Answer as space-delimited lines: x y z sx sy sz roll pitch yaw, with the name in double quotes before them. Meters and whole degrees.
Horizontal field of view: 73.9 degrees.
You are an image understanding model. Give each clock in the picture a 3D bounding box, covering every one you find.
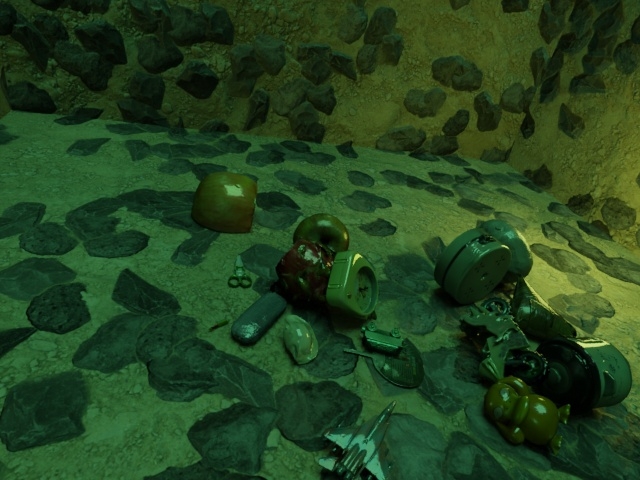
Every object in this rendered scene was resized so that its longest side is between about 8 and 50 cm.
"clock" 0.150 0.202 1.708 0.096 0.308 0.235 -8 54 35

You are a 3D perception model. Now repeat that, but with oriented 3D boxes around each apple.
"apple" 0.000 0.000 1.984 0.264 0.265 0.264 9 32 -6
"apple" -0.490 -0.189 2.171 0.308 0.315 0.252 10 -12 -16

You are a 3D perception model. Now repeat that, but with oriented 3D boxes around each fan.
"fan" 0.262 0.434 1.607 0.294 0.012 0.223 28 35 24

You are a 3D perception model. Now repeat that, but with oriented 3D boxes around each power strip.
"power strip" 0.700 0.110 1.951 0.357 0.358 0.161 -8 38 -30

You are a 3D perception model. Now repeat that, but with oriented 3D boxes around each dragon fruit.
"dragon fruit" -0.037 0.148 1.751 0.291 0.250 0.269 43 58 -4

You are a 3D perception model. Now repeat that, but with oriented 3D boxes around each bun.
"bun" 0.894 0.065 2.161 0.194 0.355 0.354 -24 42 -14

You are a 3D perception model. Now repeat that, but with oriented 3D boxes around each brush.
"brush" -0.378 0.310 1.566 0.021 0.019 0.083 25 32 37

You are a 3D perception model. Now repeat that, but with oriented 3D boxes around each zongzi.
"zongzi" 0.990 0.301 1.908 0.285 0.139 0.300 20 53 10

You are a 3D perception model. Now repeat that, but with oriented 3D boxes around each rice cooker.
"rice cooker" 0.937 0.483 1.548 0.316 0.265 0.316 3 0 0

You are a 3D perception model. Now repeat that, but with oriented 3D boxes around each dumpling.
"dumpling" -0.064 0.351 1.544 0.134 0.100 0.169 7 31 -37

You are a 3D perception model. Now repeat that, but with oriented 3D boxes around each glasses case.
"glasses case" -0.227 0.287 1.612 0.109 0.067 0.282 26 32 15

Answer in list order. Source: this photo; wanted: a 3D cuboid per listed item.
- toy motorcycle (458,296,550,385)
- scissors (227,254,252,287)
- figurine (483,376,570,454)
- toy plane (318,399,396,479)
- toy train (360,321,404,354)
"toy motorcycle" 0.686 0.394 1.641 0.236 0.169 0.410 -24 34 12
"scissors" -0.350 0.132 1.850 0.100 0.027 0.205 5 34 -14
"figurine" 0.674 0.573 1.409 0.228 0.215 0.215 26 31 -6
"toy plane" 0.142 0.582 1.247 0.222 0.105 0.326 30 31 24
"toy train" 0.234 0.377 1.622 0.171 0.070 0.100 14 39 3
